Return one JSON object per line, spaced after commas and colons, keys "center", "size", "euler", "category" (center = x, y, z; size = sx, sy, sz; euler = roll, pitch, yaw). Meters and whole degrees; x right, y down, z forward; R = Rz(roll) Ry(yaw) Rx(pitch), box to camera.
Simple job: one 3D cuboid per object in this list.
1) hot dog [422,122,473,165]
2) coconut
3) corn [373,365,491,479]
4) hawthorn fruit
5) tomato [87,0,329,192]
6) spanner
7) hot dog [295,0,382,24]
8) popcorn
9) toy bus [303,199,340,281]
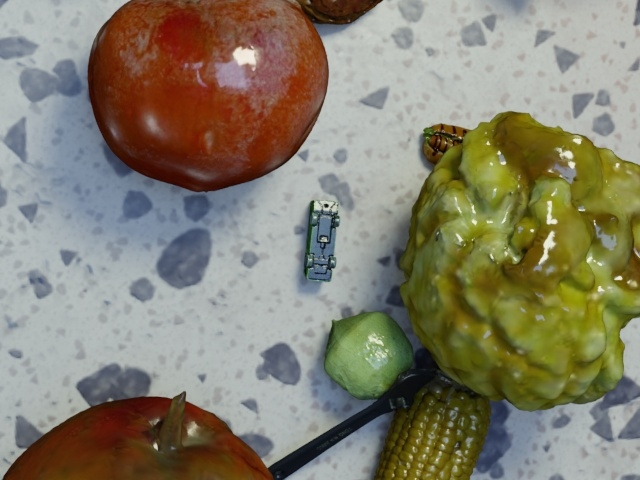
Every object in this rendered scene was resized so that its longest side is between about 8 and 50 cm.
{"center": [0.163, -0.090, 1.291], "size": [0.122, 0.037, 0.049], "euler": [14, 91, -10], "category": "hot dog"}
{"center": [0.045, 0.114, 1.245], "size": [0.088, 0.088, 0.096], "euler": [-40, 72, -9], "category": "coconut"}
{"center": [0.102, 0.246, 1.252], "size": [0.097, 0.097, 0.261], "euler": [20, 88, -11], "category": "corn"}
{"center": [-0.156, 0.256, 1.094], "size": [0.277, 0.277, 0.298], "euler": [17, 117, -12], "category": "hawthorn fruit"}
{"center": [-0.102, -0.140, 1.146], "size": [0.232, 0.232, 0.188], "euler": [-5, 105, -12], "category": "tomato"}
{"center": [0.028, 0.185, 1.231], "size": [0.208, 0.012, 0.046], "euler": [-34, 136, 16], "category": "spanner"}
{"center": [-0.006, -0.326, 1.224], "size": [0.161, 0.099, 0.226], "euler": [-27, 99, -10], "category": "hot dog"}
{"center": [0.204, 0.030, 1.182], "size": [0.282, 0.247, 0.282], "euler": [6, 72, -19], "category": "popcorn"}
{"center": [0.000, 0.000, 1.257], "size": [0.031, 0.037, 0.083], "euler": [6, 90, -13], "category": "toy bus"}
